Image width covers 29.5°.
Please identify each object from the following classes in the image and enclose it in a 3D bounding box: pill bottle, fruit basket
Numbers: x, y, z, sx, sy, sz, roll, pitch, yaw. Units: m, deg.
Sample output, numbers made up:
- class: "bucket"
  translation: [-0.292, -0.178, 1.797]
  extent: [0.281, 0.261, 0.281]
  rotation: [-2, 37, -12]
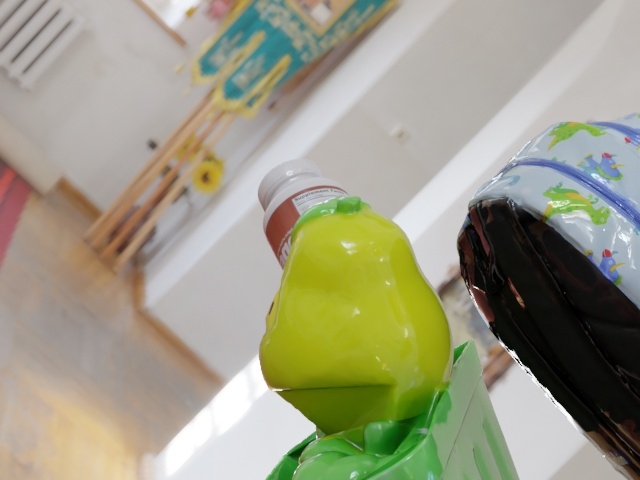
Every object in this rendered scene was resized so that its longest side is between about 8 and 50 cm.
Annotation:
- class: "pill bottle"
  translation: [0.000, 0.000, 1.526]
  extent: [0.121, 0.121, 0.216]
  rotation: [37, 18, -49]
- class: "fruit basket"
  translation: [0.025, 0.164, 1.104]
  extent: [0.392, 0.283, 0.392]
  rotation: [49, 18, -22]

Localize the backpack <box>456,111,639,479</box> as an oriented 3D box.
- class: "backpack"
  translation: [0.284, 0.060, 1.081]
  extent: [0.355, 0.273, 0.290]
  rotation: [34, -19, 6]
